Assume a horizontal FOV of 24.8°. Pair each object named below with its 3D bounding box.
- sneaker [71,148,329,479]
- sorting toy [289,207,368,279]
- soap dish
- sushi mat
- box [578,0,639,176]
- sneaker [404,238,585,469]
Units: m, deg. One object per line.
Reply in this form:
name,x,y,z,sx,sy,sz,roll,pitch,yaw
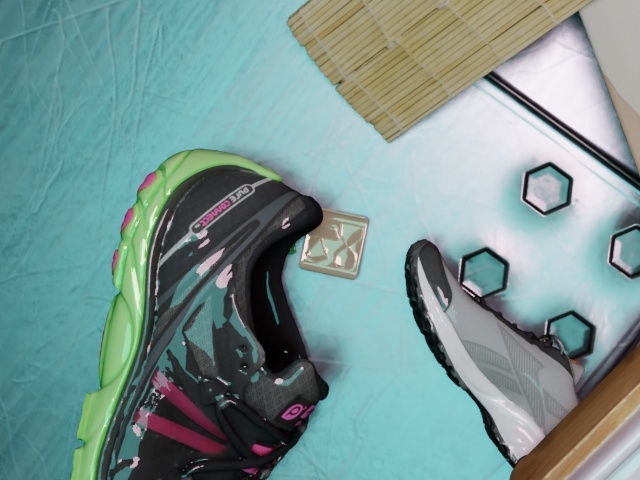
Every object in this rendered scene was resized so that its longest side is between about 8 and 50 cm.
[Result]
sneaker,-0.101,0.162,1.322,0.202,0.185,0.482,10,96,12
sorting toy,0.000,0.000,1.385,0.083,0.012,0.062,12,92,7
soap dish,0.322,0.224,1.254,0.291,0.118,0.229,40,99,-23
sushi mat,0.112,-0.212,1.261,0.151,0.019,0.316,49,133,-9
box,0.340,-0.089,1.246,0.121,0.148,0.311,-22,85,26
sneaker,0.169,0.108,1.332,0.108,0.100,0.271,-36,94,-1
